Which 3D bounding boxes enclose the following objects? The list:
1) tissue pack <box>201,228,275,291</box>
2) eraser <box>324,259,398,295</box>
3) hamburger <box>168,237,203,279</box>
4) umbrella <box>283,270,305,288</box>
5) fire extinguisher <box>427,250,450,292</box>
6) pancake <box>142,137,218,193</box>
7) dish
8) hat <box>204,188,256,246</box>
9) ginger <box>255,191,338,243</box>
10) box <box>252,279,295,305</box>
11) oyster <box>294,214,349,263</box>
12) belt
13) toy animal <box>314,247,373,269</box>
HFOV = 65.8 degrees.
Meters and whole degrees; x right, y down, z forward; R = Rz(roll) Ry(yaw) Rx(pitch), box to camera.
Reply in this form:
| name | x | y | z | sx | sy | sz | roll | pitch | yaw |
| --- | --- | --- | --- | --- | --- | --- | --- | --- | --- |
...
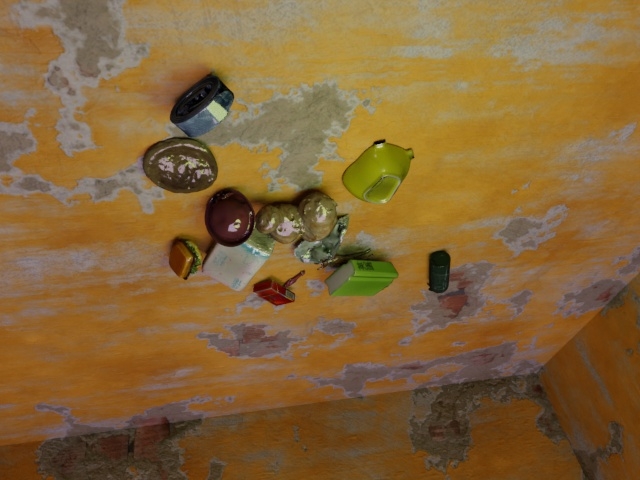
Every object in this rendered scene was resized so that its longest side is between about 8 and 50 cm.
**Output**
| name | x | y | z | sx | sy | sz | roll | pitch | yaw |
| --- | --- | --- | --- | --- | --- | --- | --- | --- | --- |
| tissue pack | -0.321 | 0.055 | 1.915 | 0.202 | 0.124 | 0.271 | 32 | 130 | -10 |
| eraser | 0.183 | 0.167 | 2.172 | 0.274 | 0.092 | 0.210 | 5 | 145 | -38 |
| hamburger | -0.516 | 0.074 | 1.920 | 0.087 | 0.137 | 0.166 | -23 | 159 | -44 |
| umbrella | -0.127 | 0.184 | 2.251 | 0.027 | 0.025 | 0.165 | 37 | 120 | -25 |
| fire extinguisher | 0.564 | 0.170 | 2.377 | 0.115 | 0.095 | 0.311 | 17 | 149 | 24 |
| pancake | -0.447 | -0.234 | 1.604 | 0.242 | 0.050 | 0.241 | -9 | 143 | -7 |
| dish | 0.216 | -0.218 | 1.766 | 0.221 | 0.108 | 0.262 | 12 | 136 | -30 |
| hat | -0.323 | -0.076 | 1.725 | 0.206 | 0.205 | 0.089 | -27 | 178 | 17 |
| ginger | -0.093 | -0.070 | 1.821 | 0.305 | 0.155 | 0.244 | -12 | 159 | -11 |
| box | -0.210 | 0.242 | 2.258 | 0.112 | 0.048 | 0.175 | -16 | 145 | 31 |
| oyster | 0.000 | 0.002 | 2.002 | 0.200 | 0.087 | 0.251 | 11 | 123 | 2 |
| belt | -0.326 | -0.373 | 1.386 | 0.190 | 0.141 | 0.082 | -30 | 141 | 17 |
| toy animal | 0.106 | 0.104 | 2.165 | 0.260 | 0.087 | 0.243 | -18 | 141 | 2 |
